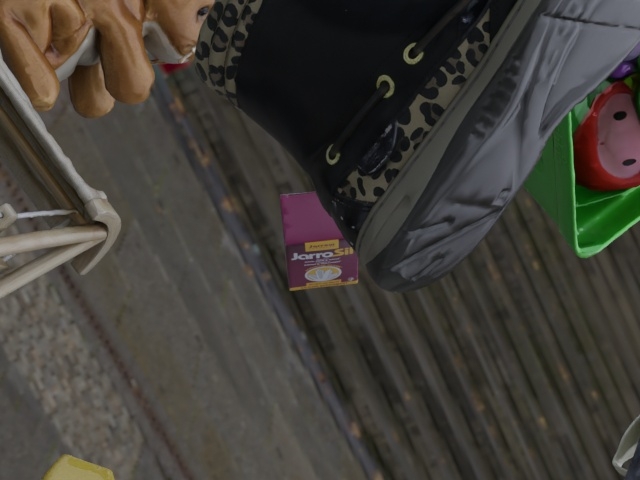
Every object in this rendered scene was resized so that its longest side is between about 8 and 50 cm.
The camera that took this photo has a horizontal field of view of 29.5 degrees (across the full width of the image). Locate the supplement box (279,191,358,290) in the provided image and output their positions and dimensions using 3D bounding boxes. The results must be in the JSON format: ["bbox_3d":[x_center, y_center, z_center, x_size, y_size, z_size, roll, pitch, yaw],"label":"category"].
[{"bbox_3d":[0.000,0.000,0.892,0.083,0.055,0.043,86,-2,-64],"label":"supplement box"}]

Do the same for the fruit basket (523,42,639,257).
[{"bbox_3d":[0.359,-0.166,1.207,0.392,0.283,0.392,45,-23,25],"label":"fruit basket"}]

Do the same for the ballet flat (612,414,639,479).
[{"bbox_3d":[0.242,0.184,0.898,0.203,0.074,0.074,-59,139,-27],"label":"ballet flat"}]

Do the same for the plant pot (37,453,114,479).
[{"bbox_3d":[-0.225,0.240,1.085,0.081,0.081,0.083,23,60,-15],"label":"plant pot"}]

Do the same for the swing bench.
[{"bbox_3d":[-0.359,-0.072,1.246,0.253,0.165,0.254,52,40,9],"label":"swing bench"}]

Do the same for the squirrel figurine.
[{"bbox_3d":[-0.320,-0.371,1.669,0.281,0.370,0.397,-18,-86,64],"label":"squirrel figurine"}]

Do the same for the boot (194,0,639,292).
[{"bbox_3d":[0.048,-0.117,0.560,0.085,0.236,0.178,12,27,-52],"label":"boot"}]
